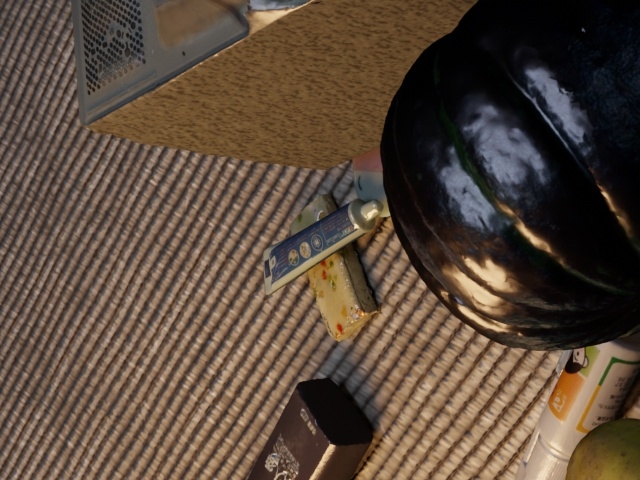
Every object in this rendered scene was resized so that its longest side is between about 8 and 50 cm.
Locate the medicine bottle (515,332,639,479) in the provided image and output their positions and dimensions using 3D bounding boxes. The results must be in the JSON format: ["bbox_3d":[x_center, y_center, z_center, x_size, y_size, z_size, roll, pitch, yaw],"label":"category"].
[{"bbox_3d":[0.229,0.160,1.818,0.092,0.061,0.220,-105,32,-57],"label":"medicine bottle"}]

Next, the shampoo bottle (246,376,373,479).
[{"bbox_3d":[-0.042,0.293,2.160,0.098,0.071,0.309,52,132,33],"label":"shampoo bottle"}]

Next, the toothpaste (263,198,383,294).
[{"bbox_3d":[0.000,0.000,2.077,0.197,0.035,0.057,-31,53,44],"label":"toothpaste"}]

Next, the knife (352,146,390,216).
[{"bbox_3d":[-0.014,-0.169,2.127,0.398,0.038,0.132,46,122,42],"label":"knife"}]

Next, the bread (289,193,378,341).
[{"bbox_3d":[0.012,0.029,2.112,0.068,0.028,0.153,-47,54,44],"label":"bread"}]

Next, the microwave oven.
[{"bbox_3d":[0.007,-0.255,1.823,0.432,0.374,0.236,-24,66,46],"label":"microwave oven"}]

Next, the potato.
[{"bbox_3d":[0.300,0.243,1.684,0.251,0.113,0.149,47,135,51],"label":"potato"}]

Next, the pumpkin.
[{"bbox_3d":[0.224,-0.071,1.567,0.363,0.363,0.266,-49,62,41],"label":"pumpkin"}]
